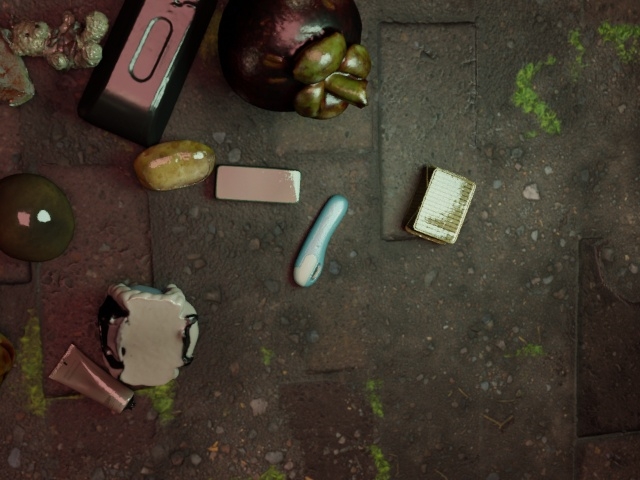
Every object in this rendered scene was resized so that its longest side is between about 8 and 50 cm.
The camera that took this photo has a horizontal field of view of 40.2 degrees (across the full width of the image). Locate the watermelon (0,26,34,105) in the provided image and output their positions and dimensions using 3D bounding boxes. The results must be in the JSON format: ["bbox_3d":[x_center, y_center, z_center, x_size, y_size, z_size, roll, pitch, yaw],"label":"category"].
[{"bbox_3d":[-0.652,-0.344,1.709,0.071,0.139,0.187,-21,103,24],"label":"watermelon"}]

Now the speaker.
[{"bbox_3d":[-0.335,-0.390,1.744,0.180,0.184,0.388,23,91,-15],"label":"speaker"}]

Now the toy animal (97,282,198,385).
[{"bbox_3d":[-0.359,0.178,1.815,0.204,0.156,0.208,2,112,-17],"label":"toy animal"}]

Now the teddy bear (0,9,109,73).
[{"bbox_3d":[-0.522,-0.394,1.749,0.213,0.111,0.133,6,61,7],"label":"teddy bear"}]

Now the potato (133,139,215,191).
[{"bbox_3d":[-0.303,-0.158,1.824,0.171,0.080,0.107,-19,123,-17],"label":"potato"}]

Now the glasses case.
[{"bbox_3d":[-0.137,-0.122,1.894,0.184,0.039,0.077,3,96,-14],"label":"glasses case"}]

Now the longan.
[{"bbox_3d":[-0.579,-0.044,1.740,0.167,0.167,0.187,-41,125,-6],"label":"longan"}]

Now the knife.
[{"bbox_3d":[0.000,0.000,1.946,0.064,0.031,0.222,27,86,-11],"label":"knife"}]

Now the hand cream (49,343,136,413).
[{"bbox_3d":[-0.474,0.305,1.855,0.186,0.054,0.087,35,92,-8],"label":"hand cream"}]

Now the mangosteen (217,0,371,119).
[{"bbox_3d":[-0.038,-0.377,1.740,0.307,0.307,0.347,-37,65,-7],"label":"mangosteen"}]

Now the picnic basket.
[{"bbox_3d":[0.269,-0.080,1.976,0.115,0.079,0.164,20,91,-15],"label":"picnic basket"}]

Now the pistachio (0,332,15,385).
[{"bbox_3d":[-0.698,0.256,1.755,0.165,0.130,0.210,-1,107,-25],"label":"pistachio"}]
